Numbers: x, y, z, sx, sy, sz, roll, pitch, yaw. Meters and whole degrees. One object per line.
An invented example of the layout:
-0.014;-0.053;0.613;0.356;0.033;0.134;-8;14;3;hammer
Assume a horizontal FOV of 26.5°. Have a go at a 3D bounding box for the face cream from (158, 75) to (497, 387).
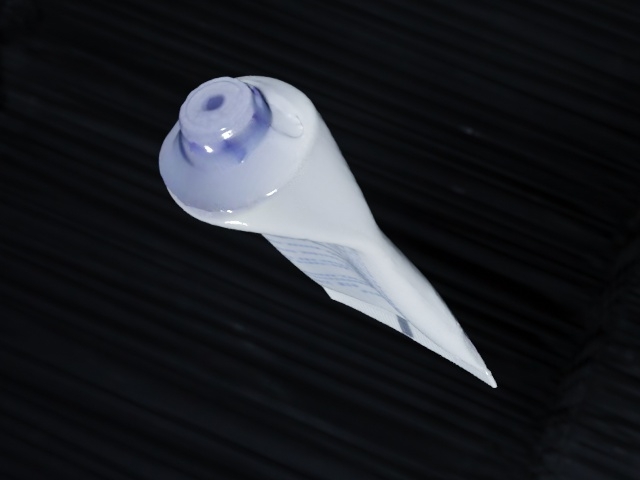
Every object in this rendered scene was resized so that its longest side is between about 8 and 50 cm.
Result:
0.000;0.000;1.238;0.137;0.235;0.420;-55;-40;-12;face cream
